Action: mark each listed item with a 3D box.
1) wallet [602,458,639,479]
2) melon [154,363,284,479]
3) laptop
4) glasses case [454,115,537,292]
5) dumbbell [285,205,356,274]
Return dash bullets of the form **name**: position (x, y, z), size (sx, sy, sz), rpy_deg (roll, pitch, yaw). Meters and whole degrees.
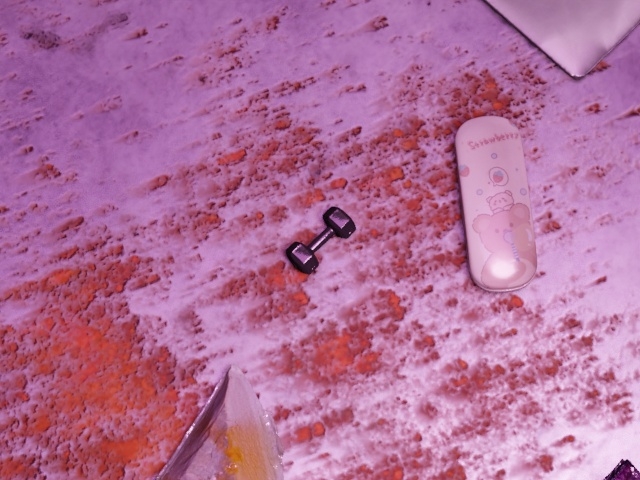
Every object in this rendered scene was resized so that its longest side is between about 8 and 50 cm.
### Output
- **wallet**: position (0.333, 0.321, 1.723), size (0.111, 0.030, 0.166), rpy_deg (-46, 104, -12)
- **melon**: position (-0.116, 0.233, 1.766), size (0.139, 0.093, 0.202), rpy_deg (-20, 59, 13)
- **laptop**: position (0.269, -0.335, 1.957), size (0.269, 0.015, 0.187), rpy_deg (44, 79, 12)
- **glasses case**: position (0.196, -0.042, 1.855), size (0.081, 0.051, 0.204), rpy_deg (-7, 74, 1)
- **dumbbell**: position (0.000, 0.000, 1.856), size (0.083, 0.036, 0.040), rpy_deg (-44, 79, -11)
